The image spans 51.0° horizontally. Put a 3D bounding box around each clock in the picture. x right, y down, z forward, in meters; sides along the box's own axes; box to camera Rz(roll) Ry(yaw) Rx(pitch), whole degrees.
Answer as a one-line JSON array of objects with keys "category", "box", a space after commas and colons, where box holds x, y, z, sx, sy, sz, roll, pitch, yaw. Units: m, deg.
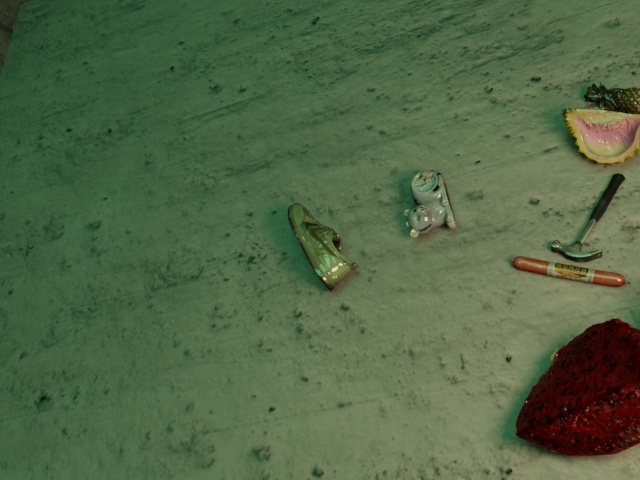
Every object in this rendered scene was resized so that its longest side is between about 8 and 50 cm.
[{"category": "clock", "box": [0.259, -0.093, 1.654, 0.117, 0.080, 0.176, -16, 56, 14]}]

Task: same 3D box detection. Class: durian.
[{"category": "durian", "box": [0.669, -0.262, 1.554, 0.182, 0.132, 0.165, -16, 46, 18]}]

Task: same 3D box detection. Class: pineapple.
[{"category": "pineapple", "box": [0.720, -0.345, 1.627, 0.159, 0.074, 0.074, 27, 72, 43]}]

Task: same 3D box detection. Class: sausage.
[{"category": "sausage", "box": [0.537, 0.068, 1.458, 0.253, 0.034, 0.034, 10, 64, 28]}]

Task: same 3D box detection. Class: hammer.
[{"category": "hammer", "box": [0.623, -0.054, 1.504, 0.103, 0.029, 0.246, 27, 71, 35]}]

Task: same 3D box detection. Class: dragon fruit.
[{"category": "dragon fruit", "box": [0.534, 0.273, 1.244, 0.317, 0.152, 0.205, -45, 13, 42]}]

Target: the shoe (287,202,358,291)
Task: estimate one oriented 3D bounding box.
[{"category": "shoe", "box": [0.000, 0.000, 1.698, 0.098, 0.103, 0.275, -30, 58, 1]}]
